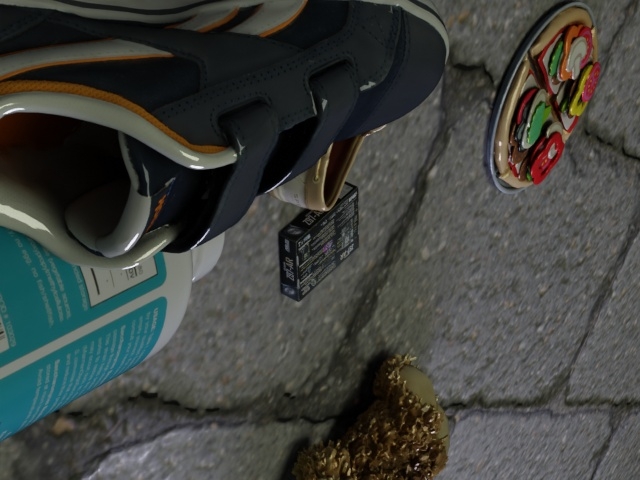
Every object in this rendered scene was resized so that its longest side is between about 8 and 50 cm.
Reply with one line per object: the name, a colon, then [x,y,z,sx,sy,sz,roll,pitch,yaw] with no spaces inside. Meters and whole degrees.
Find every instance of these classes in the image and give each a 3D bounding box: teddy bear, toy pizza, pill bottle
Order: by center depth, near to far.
pill bottle: [-0.168,0.024,0.773,0.264,0.146,0.146,-28,136,-49]
teddy bear: [0.028,0.266,1.390,0.338,0.113,0.245,-70,160,-5]
toy pizza: [0.228,-0.136,1.448,0.201,0.032,0.201,-41,145,-37]

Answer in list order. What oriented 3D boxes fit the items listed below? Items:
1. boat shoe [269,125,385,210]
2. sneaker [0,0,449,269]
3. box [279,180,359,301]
boat shoe: [0.024,-0.098,1.096,0.170,0.059,0.063,-63,153,-1]
sneaker: [-0.062,-0.056,0.721,0.321,0.127,0.126,-6,147,-30]
box: [0.000,0.000,1.182,0.083,0.018,0.067,-42,146,-35]
